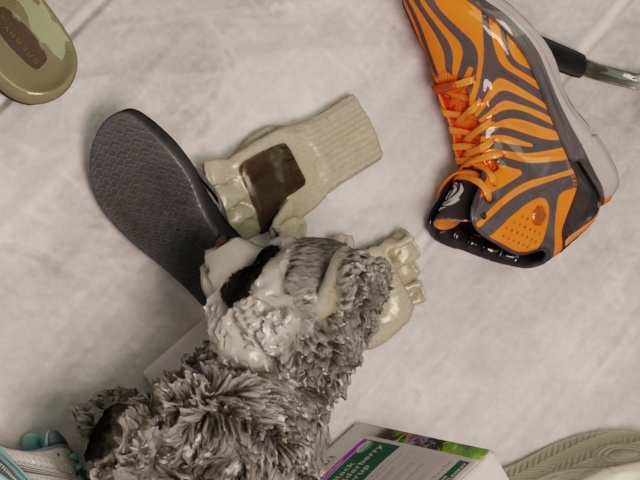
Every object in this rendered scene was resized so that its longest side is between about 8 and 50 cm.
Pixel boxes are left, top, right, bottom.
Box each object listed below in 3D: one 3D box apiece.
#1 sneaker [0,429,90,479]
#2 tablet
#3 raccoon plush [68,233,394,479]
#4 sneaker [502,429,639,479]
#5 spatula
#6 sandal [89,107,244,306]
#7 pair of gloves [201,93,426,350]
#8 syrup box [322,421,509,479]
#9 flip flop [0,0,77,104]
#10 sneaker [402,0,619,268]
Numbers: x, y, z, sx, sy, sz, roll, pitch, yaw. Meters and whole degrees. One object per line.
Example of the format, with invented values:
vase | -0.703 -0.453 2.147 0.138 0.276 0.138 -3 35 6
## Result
sneaker | -0.225 0.231 1.524 0.283 0.110 0.122 31 55 -32
tablet | -0.121 0.118 1.634 0.083 0.006 0.054 -41 106 -23
raccoon plush | -0.002 0.207 1.520 0.299 0.216 0.446 -31 100 3
sneaker | 0.242 0.298 1.759 0.350 0.131 0.148 -15 103 -21
spatula | 0.301 -0.177 1.845 0.296 0.030 0.084 14 85 -27
sandal | -0.120 -0.013 1.604 0.254 0.097 0.054 53 28 -16
pair of gloves | 0.000 0.000 1.680 0.204 0.042 0.240 -24 100 -26
syrup box | 0.082 0.242 1.605 0.093 0.237 0.096 -39 110 -23
flip flop | -0.309 -0.231 1.505 0.112 0.080 0.277 -47 109 -20
sneaker | 0.156 -0.104 1.717 0.180 0.124 0.321 -47 108 -22
